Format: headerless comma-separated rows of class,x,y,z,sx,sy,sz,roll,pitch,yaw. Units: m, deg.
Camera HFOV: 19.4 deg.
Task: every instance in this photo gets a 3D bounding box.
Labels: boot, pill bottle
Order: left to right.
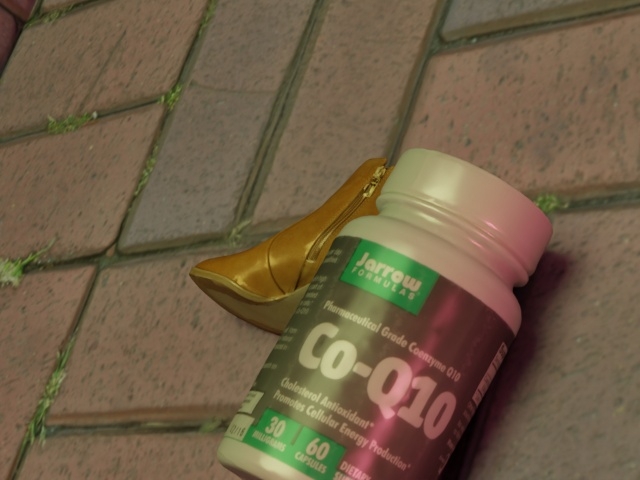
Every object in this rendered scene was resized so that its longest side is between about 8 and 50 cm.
boot,0.000,0.000,2.103,0.295,0.104,0.211,10,62,47
pill bottle,0.069,0.105,1.822,0.204,0.204,0.361,13,70,53
